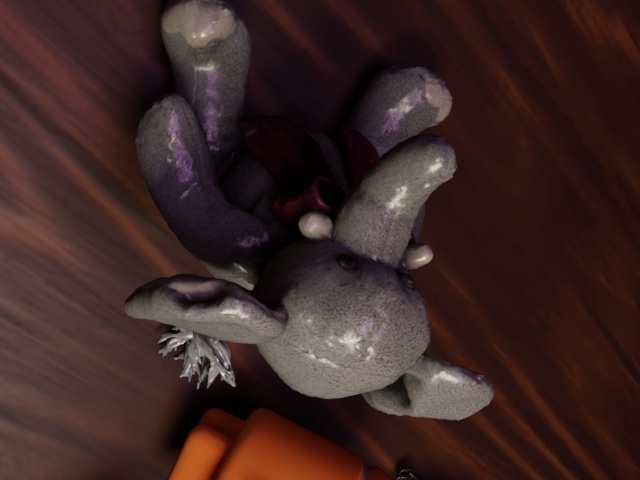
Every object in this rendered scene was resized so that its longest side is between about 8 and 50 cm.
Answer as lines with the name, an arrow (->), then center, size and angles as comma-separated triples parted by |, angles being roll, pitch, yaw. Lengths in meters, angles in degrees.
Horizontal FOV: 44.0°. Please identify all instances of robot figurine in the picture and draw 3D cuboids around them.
robot figurine -> -0.021, 0.230, 0.683 | 0.219, 0.158, 0.128 | 26, 62, 2

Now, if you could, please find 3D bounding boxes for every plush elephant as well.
plush elephant -> 0.000, 0.000, 0.579 | 0.271, 0.255, 0.330 | 19, 96, -34

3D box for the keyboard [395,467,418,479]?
keyboard -> 0.077, 0.299, 0.864 | 0.108, 0.023, 0.180 | -50, 125, 0
